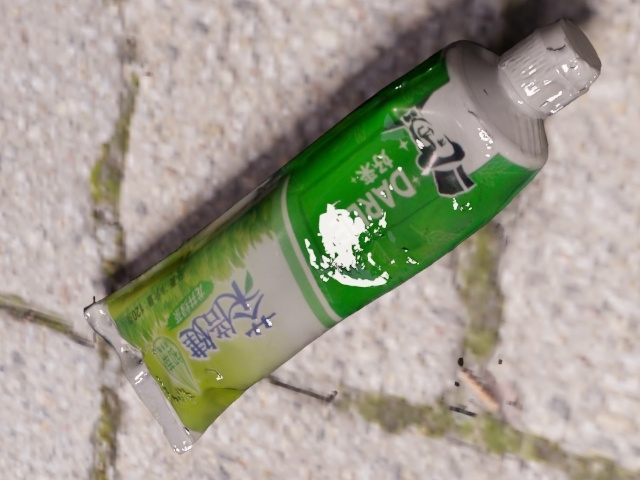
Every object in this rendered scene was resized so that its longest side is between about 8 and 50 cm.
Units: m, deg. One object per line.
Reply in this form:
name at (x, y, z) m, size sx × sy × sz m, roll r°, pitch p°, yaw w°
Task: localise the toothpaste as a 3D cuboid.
toothpaste at (0.000, 0.000, 0.443) m, size 0.248 × 0.047 × 0.078 m, roll -36°, pitch 86°, yaw 34°
